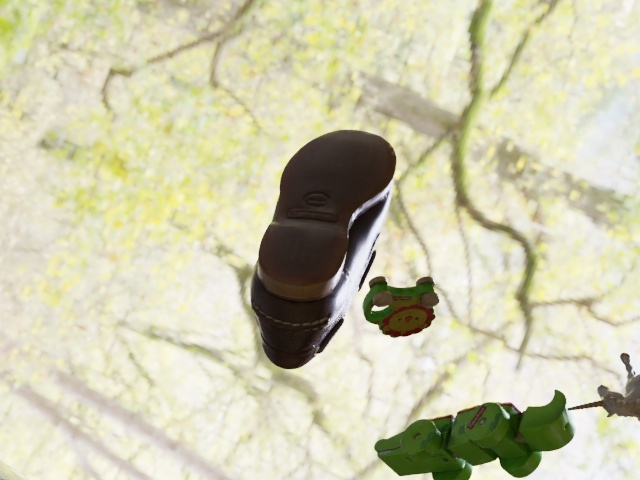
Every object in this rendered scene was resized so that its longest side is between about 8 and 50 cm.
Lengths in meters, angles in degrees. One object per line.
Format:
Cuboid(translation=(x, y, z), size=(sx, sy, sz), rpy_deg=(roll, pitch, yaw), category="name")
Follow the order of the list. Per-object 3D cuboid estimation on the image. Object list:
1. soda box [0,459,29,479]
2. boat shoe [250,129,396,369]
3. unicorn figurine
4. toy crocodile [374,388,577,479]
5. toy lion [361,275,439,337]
Cuboid(translation=(-0.348, 0.240, 1.210), size=(0.091, 0.286, 0.098), rpy_deg=(-60, 145, -8), category="soda box")
Cuboid(translation=(0.000, 0.000, 0.825), size=(0.207, 0.073, 0.073), rpy_deg=(-60, 158, -53), category="boat shoe")
Cuboid(translation=(0.310, 0.155, 1.223), size=(0.060, 0.162, 0.111), rpy_deg=(-39, -158, 29), category="unicorn figurine")
Cuboid(translation=(0.226, 0.296, 1.916), size=(0.340, 0.115, 0.105), rpy_deg=(-21, -143, 41), category="toy crocodile")
Cuboid(translation=(0.095, 0.085, 1.543), size=(0.096, 0.100, 0.034), rpy_deg=(115, -31, -45), category="toy lion")
